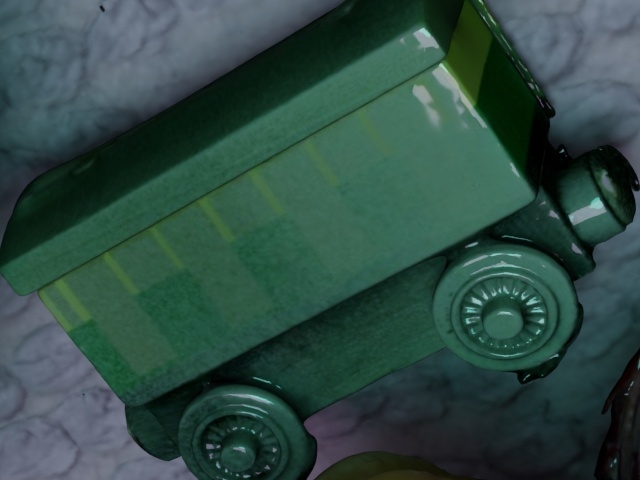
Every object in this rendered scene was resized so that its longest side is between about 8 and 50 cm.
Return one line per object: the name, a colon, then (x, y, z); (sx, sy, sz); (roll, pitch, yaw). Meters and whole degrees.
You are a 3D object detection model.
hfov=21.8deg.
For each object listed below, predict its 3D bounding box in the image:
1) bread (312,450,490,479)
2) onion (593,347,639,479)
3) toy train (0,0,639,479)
bread: (0.091, 0.225, 0.782); (0.270, 0.315, 0.211); (22, 88, 39)
onion: (0.280, 0.084, 0.788); (0.206, 0.216, 0.207); (26, 92, -36)
toy train: (0.000, 0.000, 0.836); (0.301, 0.120, 0.202); (-28, 109, 23)
